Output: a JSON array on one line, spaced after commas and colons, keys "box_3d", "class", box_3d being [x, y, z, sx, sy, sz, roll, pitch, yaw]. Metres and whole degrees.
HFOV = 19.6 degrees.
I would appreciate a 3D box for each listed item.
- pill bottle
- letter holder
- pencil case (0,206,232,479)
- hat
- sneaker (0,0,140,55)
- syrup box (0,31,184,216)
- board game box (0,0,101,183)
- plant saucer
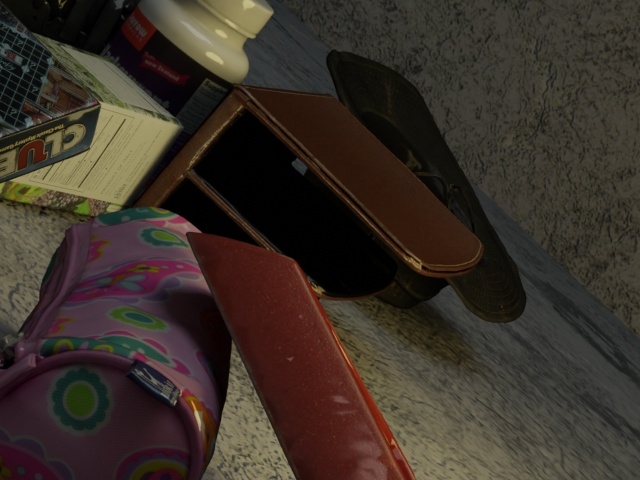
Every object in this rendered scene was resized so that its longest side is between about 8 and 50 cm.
[{"box_3d": [-0.128, -0.137, 1.530, 0.108, 0.193, 0.108, 37, 11, -8], "class": "pill bottle"}, {"box_3d": [0.000, 0.000, 1.526, 0.214, 0.152, 0.302, 43, 12, 8], "class": "letter holder"}, {"box_3d": [-0.110, 0.066, 0.972, 0.124, 0.124, 0.284, 38, 13, -8], "class": "pencil case"}, {"box_3d": [0.067, -0.031, 1.901, 0.331, 0.134, 0.331, 45, 24, -26], "class": "hat"}, {"box_3d": [-0.234, -0.224, 1.549, 0.147, 0.104, 0.296, 22, -14, 20], "class": "sneaker"}, {"box_3d": [-0.208, -0.088, 1.329, 0.093, 0.096, 0.237, 41, 13, 22], "class": "syrup box"}, {"box_3d": [-0.275, -0.120, 1.155, 0.165, 0.042, 0.243, -24, 57, -36], "class": "board game box"}, {"box_3d": [0.032, 0.142, 0.966, 0.259, 0.048, 0.258, 62, 0, 39], "class": "plant saucer"}]
